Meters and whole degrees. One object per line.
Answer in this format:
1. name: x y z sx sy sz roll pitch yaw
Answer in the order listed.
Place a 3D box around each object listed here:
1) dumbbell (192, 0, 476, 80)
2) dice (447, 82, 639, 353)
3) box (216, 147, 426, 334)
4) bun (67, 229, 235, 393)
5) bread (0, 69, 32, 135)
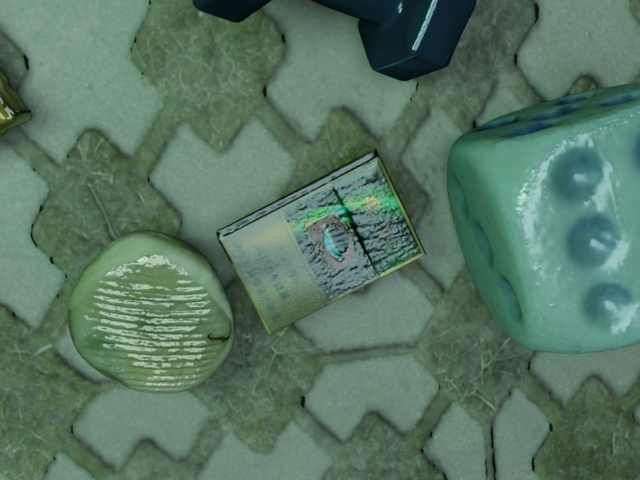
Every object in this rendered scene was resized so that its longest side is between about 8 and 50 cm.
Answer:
1. dumbbell: 0.016 -0.291 0.788 0.324 0.144 0.160 11 110 -32
2. dice: 0.323 -0.033 0.869 0.264 0.262 0.268 -17 103 -2
3. box: 0.000 0.000 0.941 0.240 0.071 0.159 -28 100 0
4. bun: -0.218 0.089 0.914 0.209 0.116 0.237 -6 117 -7
5. bread: -0.512 -0.182 0.829 0.246 0.111 0.239 -35 106 -1
